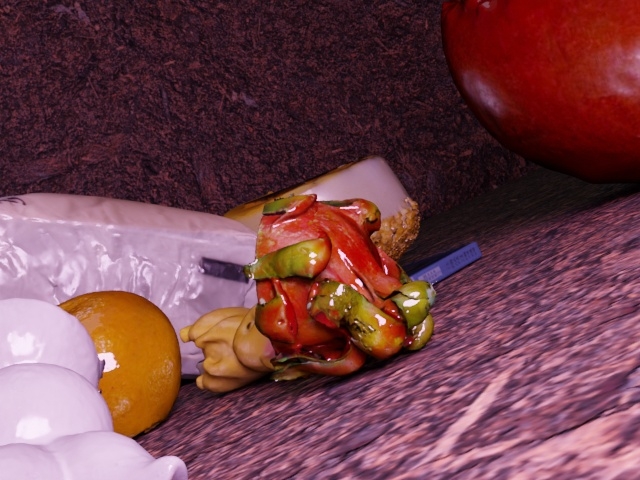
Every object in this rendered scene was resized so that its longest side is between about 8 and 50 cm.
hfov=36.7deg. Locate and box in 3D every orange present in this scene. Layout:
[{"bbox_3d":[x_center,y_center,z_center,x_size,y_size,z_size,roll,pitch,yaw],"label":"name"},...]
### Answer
[{"bbox_3d":[-0.189,0.115,0.811,0.155,0.134,0.154,-20,24,9],"label":"orange"}]

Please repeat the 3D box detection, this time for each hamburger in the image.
[{"bbox_3d":[0.000,0.000,1.341,0.294,0.179,0.276,-19,5,38],"label":"hamburger"}]

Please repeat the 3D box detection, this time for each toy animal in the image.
[{"bbox_3d":[-0.045,0.082,0.778,0.083,0.070,0.159,-22,4,-30],"label":"toy animal"},{"bbox_3d":[-0.152,0.127,0.517,0.104,0.130,0.221,11,13,-25],"label":"toy animal"}]

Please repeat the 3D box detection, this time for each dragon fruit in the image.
[{"bbox_3d":[0.012,0.038,0.642,0.175,0.138,0.142,15,69,40],"label":"dragon fruit"}]

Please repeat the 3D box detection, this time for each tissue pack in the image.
[{"bbox_3d":[-0.274,0.050,1.128,0.390,0.195,0.375,10,-5,-26],"label":"tissue pack"}]

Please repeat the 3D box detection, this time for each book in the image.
[{"bbox_3d":[0.025,0.071,1.002,0.191,0.025,0.269,-23,0,44],"label":"book"}]

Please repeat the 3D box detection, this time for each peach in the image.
[{"bbox_3d":[0.325,-0.209,0.969,0.406,0.310,0.335,-15,10,38],"label":"peach"}]
